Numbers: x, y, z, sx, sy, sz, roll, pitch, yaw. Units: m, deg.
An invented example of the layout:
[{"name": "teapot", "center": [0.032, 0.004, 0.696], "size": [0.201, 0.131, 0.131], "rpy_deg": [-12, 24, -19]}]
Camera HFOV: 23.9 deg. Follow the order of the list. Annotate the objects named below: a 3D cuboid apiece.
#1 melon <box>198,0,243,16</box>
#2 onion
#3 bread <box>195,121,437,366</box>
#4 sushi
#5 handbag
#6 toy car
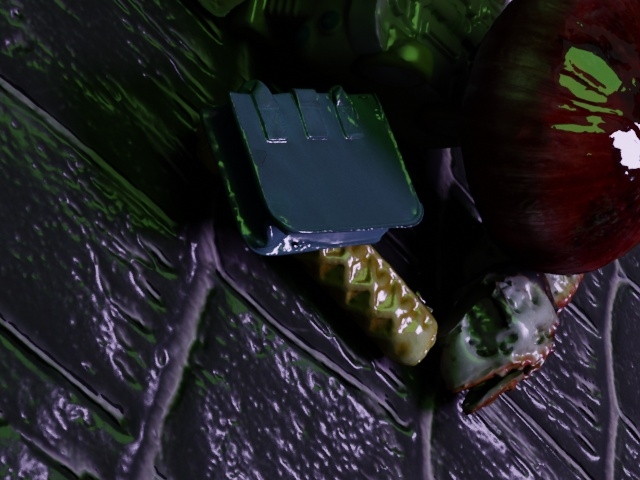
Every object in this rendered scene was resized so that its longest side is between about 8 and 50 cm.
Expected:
[{"name": "melon", "center": [-0.100, -0.337, 1.673], "size": [0.054, 0.098, 0.182], "rpy_deg": [45, 26, -49]}, {"name": "onion", "center": [0.315, -0.125, 1.666], "size": [0.347, 0.285, 0.347], "rpy_deg": [-14, 108, -53]}, {"name": "bread", "center": [-0.001, 0.000, 1.614], "size": [0.367, 0.077, 0.084], "rpy_deg": [48, 46, -22]}, {"name": "sushi", "center": [0.222, 0.069, 1.789], "size": [0.130, 0.124, 0.332], "rpy_deg": [54, 38, -13]}, {"name": "handbag", "center": [-0.009, -0.079, 1.541], "size": [0.229, 0.062, 0.179], "rpy_deg": [-7, 73, -49]}, {"name": "toy car", "center": [0.079, -0.258, 1.762], "size": [0.336, 0.226, 0.242], "rpy_deg": [30, 66, -56]}]
